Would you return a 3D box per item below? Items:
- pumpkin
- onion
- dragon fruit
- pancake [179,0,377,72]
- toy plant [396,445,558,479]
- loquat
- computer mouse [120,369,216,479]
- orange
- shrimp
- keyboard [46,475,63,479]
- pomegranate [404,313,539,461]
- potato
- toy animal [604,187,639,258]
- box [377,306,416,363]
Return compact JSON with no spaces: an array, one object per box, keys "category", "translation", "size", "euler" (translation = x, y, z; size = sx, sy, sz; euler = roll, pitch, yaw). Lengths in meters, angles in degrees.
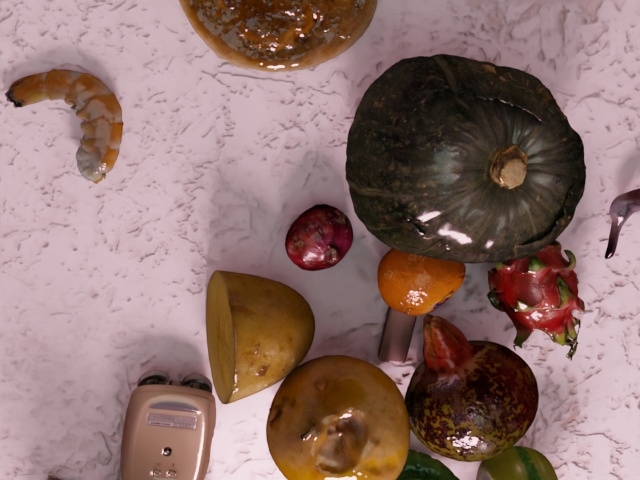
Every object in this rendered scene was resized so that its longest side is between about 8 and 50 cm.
[{"category":"pumpkin","translation":[0.206,-0.111,1.530],"size":[0.328,0.257,0.291],"euler":[-1,101,-15]},{"category":"onion","translation":[0.000,0.000,1.641],"size":[0.107,0.097,0.107],"euler":[-14,131,-17]},{"category":"dragon fruit","translation":[0.340,0.096,1.703],"size":[0.137,0.135,0.235],"euler":[-20,118,-2]},{"category":"pancake","translation":[-0.057,-0.352,1.501],"size":[0.283,0.049,0.282],"euler":[-1,114,-3]},{"category":"toy plant","translation":[0.222,0.436,1.805],"size":[0.316,0.224,0.184],"euler":[-4,141,-12]},{"category":"loquat","translation":[0.030,0.288,1.692],"size":[0.244,0.244,0.243],"euler":[-3,114,-6]},{"category":"computer mouse","translation":[-0.244,0.315,1.757],"size":[0.145,0.082,0.236],"euler":[6,111,-9]},{"category":"orange","translation":[0.148,0.050,1.665],"size":[0.117,0.135,0.135],"euler":[44,105,13]},{"category":"shrimp","translation":[-0.363,-0.161,1.550],"size":[0.166,0.049,0.161],"euler":[7,110,-9]},{"category":"keyboard","translation":[-0.462,0.464,1.834],"size":[0.055,0.017,0.166],"euler":[21,110,-20]},{"category":"pomegranate","translation":[0.222,0.219,1.706],"size":[0.214,0.214,0.247],"euler":[-23,109,4]},{"category":"potato","translation":[-0.084,0.134,1.660],"size":[0.158,0.178,0.203],"euler":[-9,98,-19]},{"category":"toy animal","translation":[0.568,-0.103,1.664],"size":[0.324,0.090,0.195],"euler":[-21,115,0]},{"category":"box","translation":[0.124,0.142,1.756],"size":[0.048,0.025,0.115],"euler":[8,113,-5]}]
